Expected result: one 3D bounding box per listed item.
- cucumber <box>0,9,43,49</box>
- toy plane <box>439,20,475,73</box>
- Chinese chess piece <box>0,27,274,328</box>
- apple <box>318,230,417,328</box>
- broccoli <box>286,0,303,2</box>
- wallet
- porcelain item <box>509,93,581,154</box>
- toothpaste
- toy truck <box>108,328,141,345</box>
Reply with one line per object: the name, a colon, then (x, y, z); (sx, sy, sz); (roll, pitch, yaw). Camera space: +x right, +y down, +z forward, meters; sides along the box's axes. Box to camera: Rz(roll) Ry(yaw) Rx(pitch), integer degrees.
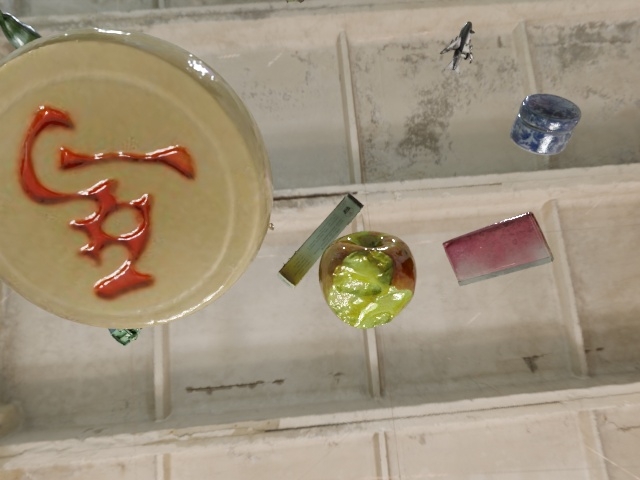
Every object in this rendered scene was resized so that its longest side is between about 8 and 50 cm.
cucumber: (-0.574, -0.382, 0.913); (0.056, 0.250, 0.056); (-5, -110, 15)
toy plane: (0.245, -0.334, 0.764); (0.078, 0.083, 0.031); (-3, -142, -32)
Chinese chess piece: (-0.176, -0.048, 0.406); (0.273, 0.102, 0.273); (-3, -70, -7)
apple: (0.117, 0.100, 1.083); (0.246, 0.246, 0.226); (-1, -70, 6)
broccoli: (-0.097, -0.574, 0.921); (0.154, 0.167, 0.160); (37, -92, 12)
wallet: (0.402, 0.024, 1.026); (0.232, 0.025, 0.119); (-25, -92, 45)
porcelain item: (0.581, -0.306, 1.141); (0.147, 0.114, 0.147); (1, -134, -1)
toothpaste: (0.000, 0.000, 1.257); (0.071, 0.089, 0.313); (40, -106, 3)
toy truck: (-0.436, 0.170, 1.080); (0.175, 0.067, 0.081); (-39, -128, -17)
